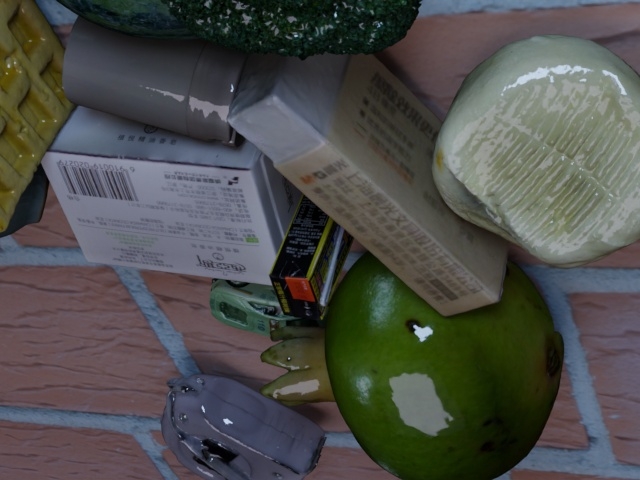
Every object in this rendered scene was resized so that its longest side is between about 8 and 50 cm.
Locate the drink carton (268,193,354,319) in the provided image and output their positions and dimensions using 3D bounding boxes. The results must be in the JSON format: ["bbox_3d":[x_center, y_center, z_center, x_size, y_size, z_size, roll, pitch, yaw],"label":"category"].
[{"bbox_3d":[0.000,0.000,1.331,0.056,0.166,0.071,3,139,22],"label":"drink carton"}]

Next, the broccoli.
[{"bbox_3d":[-0.012,-0.279,0.967,0.297,0.297,0.297,34,103,-16],"label":"broccoli"}]

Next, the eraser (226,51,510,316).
[{"bbox_3d":[0.060,-0.073,1.211,0.078,0.144,0.343,-21,131,39],"label":"eraser"}]

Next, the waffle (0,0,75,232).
[{"bbox_3d":[-0.348,-0.159,1.236,0.055,0.248,0.221,-3,138,29],"label":"waffle"}]

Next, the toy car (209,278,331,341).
[{"bbox_3d":[-0.054,0.092,1.560,0.186,0.058,0.093,14,140,10],"label":"toy car"}]

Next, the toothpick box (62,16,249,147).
[{"bbox_3d":[-0.155,-0.167,1.248,0.180,0.111,0.111,16,142,9],"label":"toothpick box"}]

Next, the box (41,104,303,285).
[{"bbox_3d":[-0.160,-0.059,1.382,0.260,0.111,0.194,5,141,16],"label":"box"}]

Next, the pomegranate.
[{"bbox_3d":[0.096,0.163,1.421,0.358,0.216,0.310,-7,130,19],"label":"pomegranate"}]

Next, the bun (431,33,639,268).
[{"bbox_3d":[0.220,-0.083,1.158,0.229,0.145,0.230,5,109,16],"label":"bun"}]

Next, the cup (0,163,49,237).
[{"bbox_3d":[-0.395,-0.073,1.446,0.150,0.199,0.199,11,145,-17],"label":"cup"}]

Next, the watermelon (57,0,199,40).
[{"bbox_3d":[-0.165,-0.261,1.111,0.176,0.256,0.260,-42,110,2],"label":"watermelon"}]

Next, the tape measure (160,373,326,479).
[{"bbox_3d":[-0.130,0.282,1.781,0.236,0.120,0.197,29,144,-4],"label":"tape measure"}]
